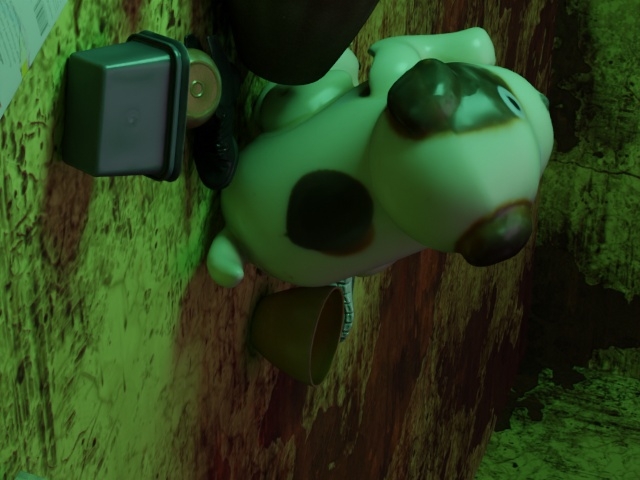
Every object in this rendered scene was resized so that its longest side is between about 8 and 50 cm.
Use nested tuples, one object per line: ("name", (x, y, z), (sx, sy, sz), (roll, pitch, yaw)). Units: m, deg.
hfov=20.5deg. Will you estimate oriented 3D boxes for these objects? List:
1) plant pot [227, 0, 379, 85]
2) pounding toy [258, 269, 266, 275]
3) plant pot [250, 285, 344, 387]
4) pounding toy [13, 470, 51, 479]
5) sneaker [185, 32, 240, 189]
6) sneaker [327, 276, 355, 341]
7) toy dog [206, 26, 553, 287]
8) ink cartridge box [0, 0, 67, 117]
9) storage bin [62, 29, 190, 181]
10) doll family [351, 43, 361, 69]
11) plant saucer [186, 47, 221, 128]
("plant pot", (-0.020, -0.289, 1.917), (0.215, 0.215, 0.230), (-60, 169, -48))
("pounding toy", (0.000, 0.000, 2.316), (0.141, 0.130, 0.100), (17, 73, -74))
("plant pot", (-0.035, 0.116, 2.307), (0.134, 0.095, 0.134), (12, 90, -74))
("pounding toy", (-0.273, 0.322, 1.659), (0.181, 0.094, 0.206), (-63, 168, -56))
("sneaker", (-0.121, -0.137, 1.909), (0.089, 0.051, 0.170), (-18, 114, -72))
("sneaker", (0.028, 0.070, 2.560), (0.076, 0.065, 0.166), (-52, 152, -65))
("toy dog", (0.080, -0.093, 1.974), (0.395, 0.408, 0.284), (-26, 100, -35))
("ink cartridge box", (-0.267, -0.162, 1.343), (0.115, 0.067, 0.198), (82, 24, -50))
("storage bin", (-0.188, -0.122, 1.632), (0.091, 0.098, 0.135), (-10, 115, -43))
("doll family", (0.003, -0.212, 2.252), (0.193, 0.076, 0.111), (77, 24, -66))
("plant saucer", (-0.131, -0.157, 1.836), (0.083, 0.015, 0.083), (-7, 101, -40))
